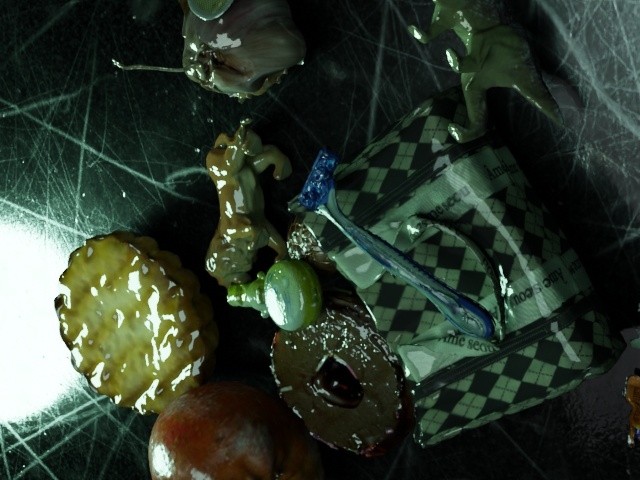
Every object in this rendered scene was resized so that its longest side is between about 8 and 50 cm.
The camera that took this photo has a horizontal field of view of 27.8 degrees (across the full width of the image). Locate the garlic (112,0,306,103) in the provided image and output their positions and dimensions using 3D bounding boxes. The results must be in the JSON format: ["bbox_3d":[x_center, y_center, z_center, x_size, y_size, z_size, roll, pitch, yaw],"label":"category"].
[{"bbox_3d":[-0.156,-0.262,1.830,0.207,0.256,0.207,59,173,12],"label":"garlic"}]

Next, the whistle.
[{"bbox_3d":[-0.066,0.080,1.905,0.198,0.057,0.104,-5,92,53],"label":"whistle"}]

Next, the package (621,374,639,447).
[{"bbox_3d":[0.438,0.234,1.718,0.077,0.033,0.111,20,115,38],"label":"package"}]

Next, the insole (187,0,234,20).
[{"bbox_3d":[-0.080,-0.436,1.718,0.109,0.007,0.322,37,97,34],"label":"insole"}]

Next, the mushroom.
[{"bbox_3d":[-0.006,0.005,1.900,0.109,0.085,0.126,37,152,3],"label":"mushroom"}]

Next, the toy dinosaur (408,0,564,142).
[{"bbox_3d":[0.196,-0.256,1.600,0.077,0.162,0.294,-7,108,57],"label":"toy dinosaur"}]

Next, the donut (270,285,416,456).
[{"bbox_3d":[0.049,0.193,1.933,0.269,0.103,0.270,16,118,32],"label":"donut"}]

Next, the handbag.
[{"bbox_3d":[0.165,0.049,1.719,0.316,0.180,0.416,-35,83,32],"label":"handbag"}]

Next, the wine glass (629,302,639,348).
[{"bbox_3d":[0.487,0.127,1.609,0.195,0.079,0.079,15,117,28],"label":"wine glass"}]

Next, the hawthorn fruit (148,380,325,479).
[{"bbox_3d":[-0.130,0.347,2.020,0.284,0.284,0.284,14,117,30],"label":"hawthorn fruit"}]

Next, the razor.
[{"bbox_3d":[0.089,0.018,1.630,0.324,0.056,0.093,43,128,21],"label":"razor"}]

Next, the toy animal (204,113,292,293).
[{"bbox_3d":[-0.125,-0.054,1.960,0.157,0.097,0.312,11,114,38],"label":"toy animal"}]

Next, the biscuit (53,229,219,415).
[{"bbox_3d":[-0.300,0.136,2.154,0.325,0.107,0.326,12,113,28],"label":"biscuit"}]
